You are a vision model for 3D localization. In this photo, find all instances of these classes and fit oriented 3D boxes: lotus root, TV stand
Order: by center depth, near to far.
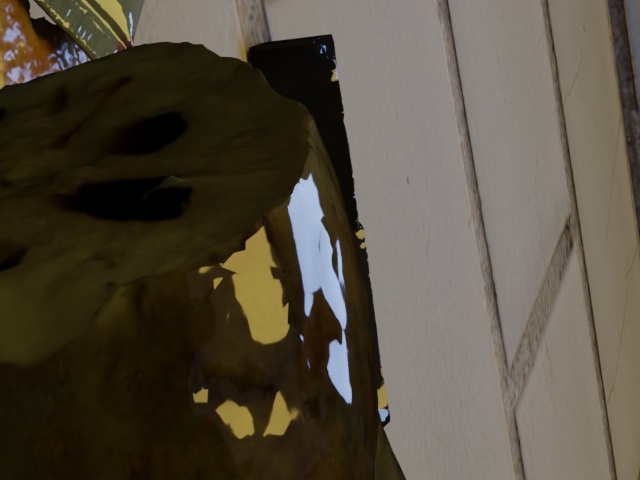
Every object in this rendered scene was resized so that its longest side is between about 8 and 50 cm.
[{"bbox_3d":[-0.070,0.122,0.556,0.250,0.250,0.346,-69,148,-53],"label":"lotus root"},{"bbox_3d":[0.000,0.000,1.116,0.040,0.049,0.257,-34,118,-68],"label":"TV stand"}]

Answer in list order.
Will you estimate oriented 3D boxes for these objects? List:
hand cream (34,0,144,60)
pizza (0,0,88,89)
[{"bbox_3d":[-0.099,-0.218,0.815,0.124,0.077,0.341,46,37,-29],"label":"hand cream"},{"bbox_3d":[-0.114,0.003,0.748,0.127,0.058,0.246,-72,147,-43],"label":"pizza"}]
